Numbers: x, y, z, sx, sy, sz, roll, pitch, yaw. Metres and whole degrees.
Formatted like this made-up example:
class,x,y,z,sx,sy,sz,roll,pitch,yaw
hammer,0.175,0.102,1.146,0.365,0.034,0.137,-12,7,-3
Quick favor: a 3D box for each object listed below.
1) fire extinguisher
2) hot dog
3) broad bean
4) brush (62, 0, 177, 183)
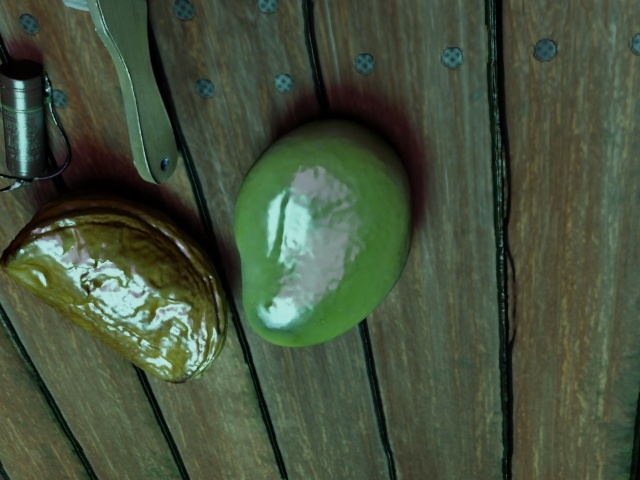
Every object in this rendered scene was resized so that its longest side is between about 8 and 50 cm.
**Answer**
class,x,y,z,sx,sy,sz,roll,pitch,yaw
fire extinguisher,-0.311,-0.115,0.862,0.078,0.045,0.157,0,131,-16
hot dog,-0.225,0.054,0.930,0.272,0.122,0.196,37,129,-22
broad bean,0.000,0.000,0.834,0.188,0.121,0.263,13,128,-3
brush,-0.199,-0.196,0.761,0.065,0.070,0.328,15,134,25
